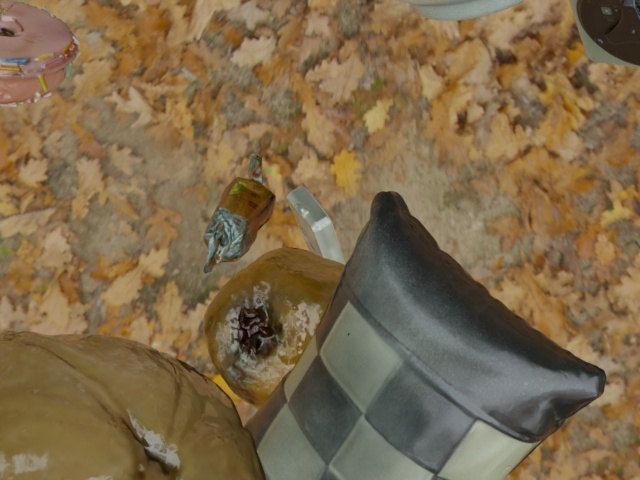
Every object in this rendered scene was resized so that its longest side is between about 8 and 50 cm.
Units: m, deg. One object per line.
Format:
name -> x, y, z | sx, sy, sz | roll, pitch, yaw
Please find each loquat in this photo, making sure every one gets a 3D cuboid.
loquat -> -0.023, 0.097, 1.011 | 0.187, 0.234, 0.176 | 6, 96, 25

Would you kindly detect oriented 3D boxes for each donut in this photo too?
donut -> -0.439, -0.252, 1.330 | 0.199, 0.233, 0.085 | 32, 127, 26

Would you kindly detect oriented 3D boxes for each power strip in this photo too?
power strip -> 0.000, 0.000, 1.383 | 0.035, 0.081, 0.192 | -33, 145, -8

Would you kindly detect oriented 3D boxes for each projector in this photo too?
projector -> 0.574, -0.400, 1.727 | 0.079, 0.257, 0.259 | -59, 140, -19

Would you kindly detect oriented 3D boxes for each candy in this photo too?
candy -> -0.066, -0.021, 0.814 | 0.046, 0.182, 0.053 | 25, 118, -4

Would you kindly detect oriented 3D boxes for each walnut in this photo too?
walnut -> -0.135, 0.157, 0.493 | 0.228, 0.228, 0.228 | 1, 112, 2

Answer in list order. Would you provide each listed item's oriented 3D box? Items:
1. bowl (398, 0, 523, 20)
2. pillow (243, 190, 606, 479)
bowl -> 0.174, -0.392, 1.165 | 0.435, 0.435, 0.196 | -16, 123, 8
pillow -> 0.043, 0.118, 0.625 | 0.186, 0.106, 0.250 | 44, 117, 26
